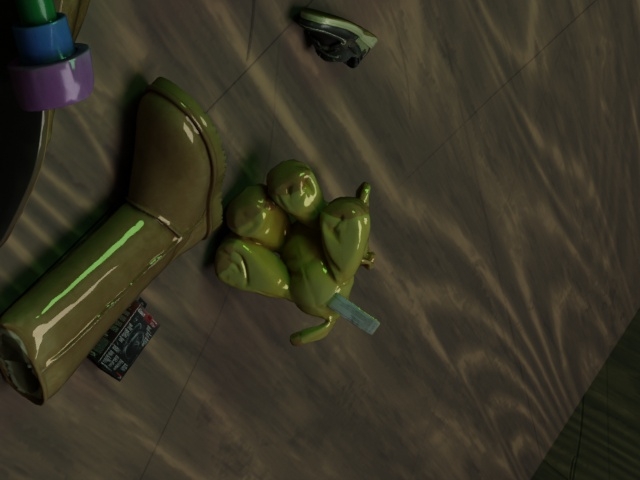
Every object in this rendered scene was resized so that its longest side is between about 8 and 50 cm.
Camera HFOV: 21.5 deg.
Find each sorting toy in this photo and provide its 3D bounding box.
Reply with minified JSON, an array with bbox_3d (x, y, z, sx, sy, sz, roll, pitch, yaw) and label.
[{"bbox_3d":[-0.334,-0.114,1.199,0.366,0.127,0.126,-24,114,-28],"label":"sorting toy"}]

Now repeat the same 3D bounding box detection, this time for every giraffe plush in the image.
[{"bbox_3d":[0.000,0.000,1.901,0.181,0.210,0.170,-37,-171,22],"label":"giraffe plush"}]

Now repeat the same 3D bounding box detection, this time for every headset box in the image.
[{"bbox_3d":[-0.207,0.097,1.757,0.083,0.032,0.062,-56,154,-11],"label":"headset box"}]

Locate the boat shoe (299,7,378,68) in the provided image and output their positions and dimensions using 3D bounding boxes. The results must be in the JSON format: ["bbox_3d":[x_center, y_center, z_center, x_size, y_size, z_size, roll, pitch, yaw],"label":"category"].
[{"bbox_3d":[0.018,-0.216,1.820,0.152,0.056,0.049,10,102,-63],"label":"boat shoe"}]

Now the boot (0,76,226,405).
[{"bbox_3d":[-0.204,0.005,1.609,0.269,0.089,0.236,-45,150,-26],"label":"boot"}]

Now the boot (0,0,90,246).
[{"bbox_3d":[-0.244,-0.130,1.392,0.115,0.112,0.305,-28,138,-65],"label":"boot"}]
